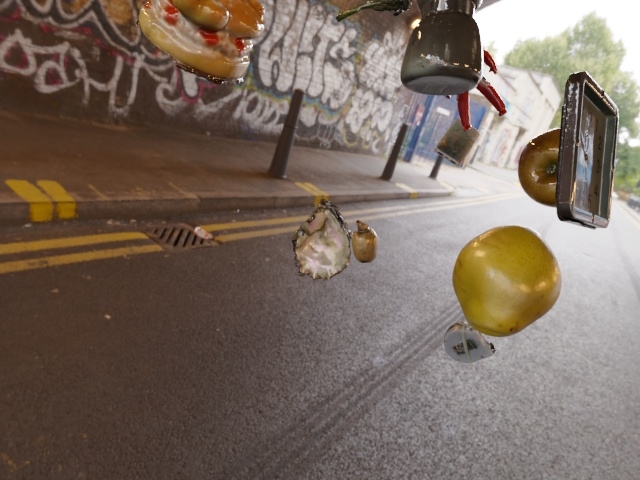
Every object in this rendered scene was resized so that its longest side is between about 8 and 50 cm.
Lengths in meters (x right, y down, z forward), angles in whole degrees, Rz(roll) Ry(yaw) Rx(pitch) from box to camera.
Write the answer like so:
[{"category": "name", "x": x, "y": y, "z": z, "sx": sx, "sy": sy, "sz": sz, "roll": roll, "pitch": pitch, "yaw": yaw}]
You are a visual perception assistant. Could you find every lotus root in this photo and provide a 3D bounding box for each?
[{"category": "lotus root", "x": 0.214, "y": 0.006, "z": 1.980, "sx": 0.118, "sy": 0.221, "sz": 0.125, "roll": 8, "pitch": 17, "yaw": 44}]

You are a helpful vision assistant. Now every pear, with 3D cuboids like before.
[{"category": "pear", "x": 0.662, "y": 0.142, "z": 1.492, "sx": 0.362, "sy": 0.418, "sz": 0.362, "roll": 19, "pitch": -18, "yaw": 6}]

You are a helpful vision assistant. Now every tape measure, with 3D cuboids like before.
[{"category": "tape measure", "x": 0.640, "y": 0.453, "z": 1.818, "sx": 0.182, "sy": 0.181, "sz": 0.107, "roll": 48, "pitch": 30, "yaw": 1}]

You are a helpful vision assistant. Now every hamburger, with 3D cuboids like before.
[{"category": "hamburger", "x": -0.259, "y": -0.497, "z": 0.913, "sx": 0.261, "sy": 0.186, "sz": 0.303, "roll": 32, "pitch": 34, "yaw": -9}]

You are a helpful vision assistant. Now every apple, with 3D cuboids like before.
[{"category": "apple", "x": 0.775, "y": -0.233, "z": 1.338, "sx": 0.264, "sy": 0.264, "sz": 0.264, "roll": 16, "pitch": 19, "yaw": -6}]

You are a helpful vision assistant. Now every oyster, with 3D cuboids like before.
[{"category": "oyster", "x": 0.002, "y": -0.001, "z": 1.312, "sx": 0.198, "sy": 0.260, "sz": 0.092, "roll": 1, "pitch": 19, "yaw": 13}]

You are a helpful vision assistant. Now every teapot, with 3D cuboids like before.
[{"category": "teapot", "x": 0.364, "y": -0.571, "z": 1.175, "sx": 0.223, "sy": 0.285, "sz": 0.305, "roll": 8, "pitch": 6, "yaw": 28}]

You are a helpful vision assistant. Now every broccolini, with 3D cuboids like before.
[{"category": "broccolini", "x": 0.189, "y": -0.803, "z": 1.437, "sx": 0.271, "sy": 0.062, "sz": 0.123, "roll": -4, "pitch": -7, "yaw": 21}]

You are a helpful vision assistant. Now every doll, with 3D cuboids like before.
[{"category": "doll", "x": 0.473, "y": -0.565, "z": 1.360, "sx": 0.188, "sy": 0.384, "sz": 0.099, "roll": -21, "pitch": 10, "yaw": 42}]

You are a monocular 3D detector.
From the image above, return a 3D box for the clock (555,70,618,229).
[{"category": "clock", "x": 0.540, "y": -0.166, "z": 0.839, "sx": 0.273, "sy": 0.279, "sz": 0.049, "roll": 6, "pitch": -1, "yaw": -43}]

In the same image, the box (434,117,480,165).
[{"category": "box", "x": 0.646, "y": -0.466, "z": 1.938, "sx": 0.142, "sy": 0.044, "sz": 0.285, "roll": 36, "pitch": 57, "yaw": 5}]
